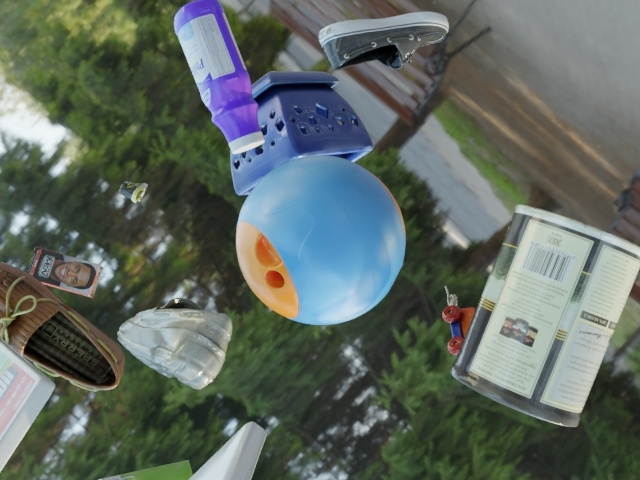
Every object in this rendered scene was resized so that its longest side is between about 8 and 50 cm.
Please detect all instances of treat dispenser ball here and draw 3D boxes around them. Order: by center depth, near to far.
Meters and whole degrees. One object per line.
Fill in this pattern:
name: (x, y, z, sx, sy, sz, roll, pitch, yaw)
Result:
treat dispenser ball: (0.000, 0.000, 1.439, 0.288, 0.288, 0.288, 41, -176, -3)

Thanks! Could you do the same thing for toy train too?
toy train: (0.347, 0.162, 1.834, 0.105, 0.143, 0.248, 51, -155, -38)

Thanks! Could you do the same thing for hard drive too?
hard drive: (-0.179, 0.414, 1.192, 0.040, 0.203, 0.307, 39, -154, -9)

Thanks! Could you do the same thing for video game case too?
video game case: (-0.449, 0.224, 1.072, 0.025, 0.204, 0.285, 40, 165, -36)

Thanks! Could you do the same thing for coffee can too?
coffee can: (0.336, 0.109, 1.263, 0.202, 0.275, 0.201, 21, -177, -1)

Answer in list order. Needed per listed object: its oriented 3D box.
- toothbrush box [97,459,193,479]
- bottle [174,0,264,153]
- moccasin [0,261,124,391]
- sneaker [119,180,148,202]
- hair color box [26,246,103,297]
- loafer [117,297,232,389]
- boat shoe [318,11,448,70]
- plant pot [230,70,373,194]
toothbrush box: (-0.298, 0.543, 1.455, 0.206, 0.122, 0.283, 6, -118, -53)
bottle: (-0.186, -0.305, 1.592, 0.282, 0.092, 0.118, 69, 160, -1)
moccasin: (-0.529, 0.159, 1.546, 0.380, 0.139, 0.147, 43, 173, -17)
sneaker: (-0.292, -0.081, 1.324, 0.035, 0.031, 0.083, 28, -178, -9)
hair color box: (-0.539, 0.067, 1.788, 0.141, 0.071, 0.043, 15, 168, 0)
loafer: (-0.216, 0.143, 1.268, 0.112, 0.111, 0.319, 42, 161, -25)
boat shoe: (0.106, -0.299, 1.302, 0.080, 0.229, 0.076, -25, 79, 57)
plant pot: (-0.065, -0.242, 1.861, 0.236, 0.236, 0.212, -11, -103, -42)
